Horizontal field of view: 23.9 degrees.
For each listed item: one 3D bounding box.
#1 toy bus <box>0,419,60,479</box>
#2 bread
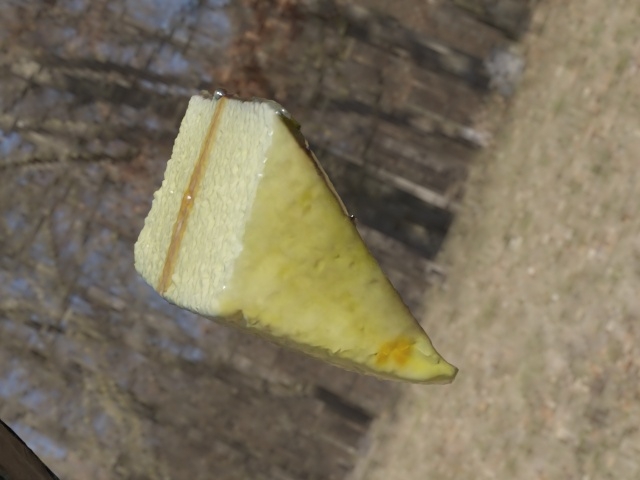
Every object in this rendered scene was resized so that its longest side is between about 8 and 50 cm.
[{"bbox_3d":[-0.241,0.198,0.556,0.162,0.323,0.194,56,-163,-37],"label":"toy bus"},{"bbox_3d":[0.000,0.000,0.923,0.135,0.178,0.240,-70,17,0],"label":"bread"}]
